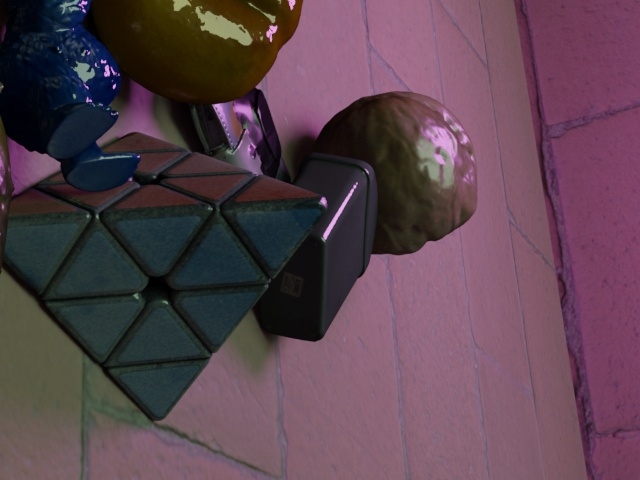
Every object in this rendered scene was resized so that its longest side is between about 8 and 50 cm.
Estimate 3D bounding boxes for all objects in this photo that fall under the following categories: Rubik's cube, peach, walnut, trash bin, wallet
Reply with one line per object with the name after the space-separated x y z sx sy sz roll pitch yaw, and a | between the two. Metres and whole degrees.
-0.165 0.003 1.188 0.233 0.229 0.228 40 -18 2 | Rubik's cube
-0.135 -0.273 1.338 0.251 0.153 0.251 -2 92 -43 | peach
0.103 -0.100 1.764 0.248 0.248 0.248 46 36 -50 | walnut
0.000 0.000 1.571 0.236 0.101 0.176 -60 158 -55 | trash bin
-0.094 -0.123 1.526 0.170 0.069 0.231 -77 146 -57 | wallet

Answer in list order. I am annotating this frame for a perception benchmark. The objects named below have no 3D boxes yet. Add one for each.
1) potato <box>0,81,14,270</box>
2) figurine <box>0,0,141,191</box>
-0.288 -0.024 0.965 0.117 0.090 0.225 116 -21 -63 | potato
-0.250 -0.163 1.129 0.262 0.121 0.164 -116 -163 -45 | figurine
